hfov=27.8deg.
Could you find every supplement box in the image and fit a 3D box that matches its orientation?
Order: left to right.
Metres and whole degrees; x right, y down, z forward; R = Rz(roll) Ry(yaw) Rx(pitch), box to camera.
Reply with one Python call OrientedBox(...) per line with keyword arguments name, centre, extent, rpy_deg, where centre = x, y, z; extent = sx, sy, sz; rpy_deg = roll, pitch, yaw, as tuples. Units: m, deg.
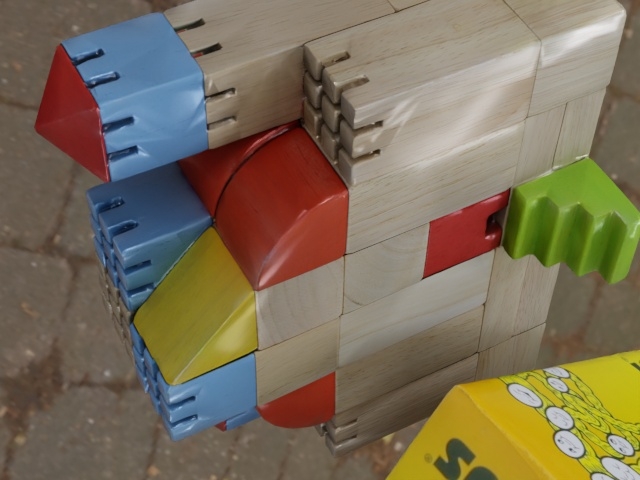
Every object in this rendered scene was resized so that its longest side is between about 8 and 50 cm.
OrientedBox(name="supplement box", centre=(0.188, 0.198, 0.767), extent=(0.356, 0.194, 0.195), rpy_deg=(-2, 130, -51))

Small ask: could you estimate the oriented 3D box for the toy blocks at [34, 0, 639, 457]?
OrientedBox(name="toy blocks", centre=(0.000, 0.000, 0.681), extent=(0.261, 0.191, 0.381), rpy_deg=(-22, 144, -18))
